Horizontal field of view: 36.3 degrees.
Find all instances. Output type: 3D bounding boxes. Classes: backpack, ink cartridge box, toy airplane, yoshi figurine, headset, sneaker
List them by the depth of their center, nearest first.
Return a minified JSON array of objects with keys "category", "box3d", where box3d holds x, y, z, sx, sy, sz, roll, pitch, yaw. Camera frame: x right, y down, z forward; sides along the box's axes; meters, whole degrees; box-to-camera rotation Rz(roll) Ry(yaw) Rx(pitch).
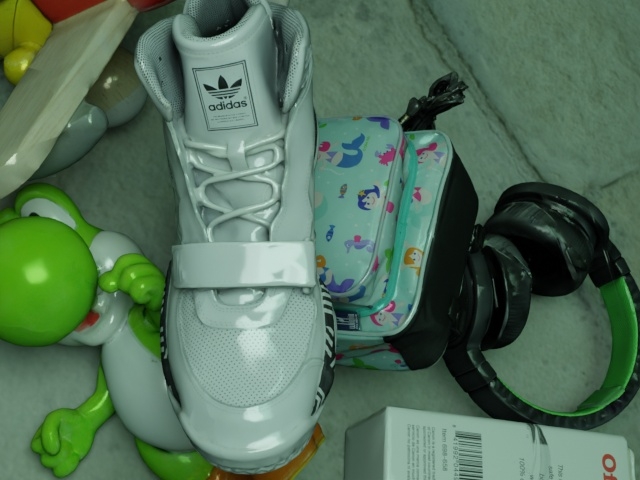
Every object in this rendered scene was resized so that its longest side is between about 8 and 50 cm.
[{"category":"sneaker","box3d":[-0.065,-0.031,0.711,0.137,0.210,0.366,-4,58,4]},{"category":"yoshi figurine","box3d":[-0.178,0.104,0.855,0.362,0.203,0.203,46,68,4]},{"category":"toy airplane","box3d":[-0.208,-0.221,0.922,0.386,0.272,0.384,-30,49,-15]},{"category":"backpack","box3d":[0.000,0.000,0.927,0.191,0.253,0.225,44,54,-49]},{"category":"ink cartridge box","box3d":[0.166,0.284,0.958,0.272,0.114,0.197,10,66,-17]},{"category":"headset","box3d":[0.210,0.016,1.039,0.243,0.185,0.394,-32,85,-29]}]
